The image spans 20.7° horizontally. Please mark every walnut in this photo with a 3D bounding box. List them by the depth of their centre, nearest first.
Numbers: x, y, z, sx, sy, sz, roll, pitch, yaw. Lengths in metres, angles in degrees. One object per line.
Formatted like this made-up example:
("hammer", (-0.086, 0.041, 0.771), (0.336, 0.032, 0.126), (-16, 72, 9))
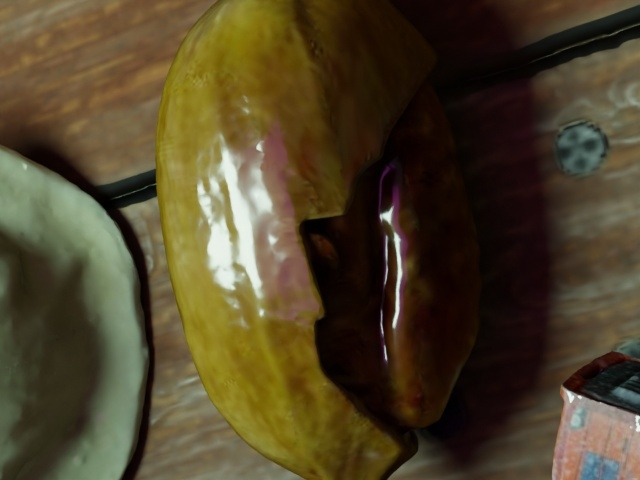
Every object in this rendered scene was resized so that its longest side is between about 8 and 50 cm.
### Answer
("walnut", (0.000, 0.000, 0.642), (0.116, 0.116, 0.207), (-5, 92, 29))

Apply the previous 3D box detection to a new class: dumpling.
("dumpling", (-0.145, 0.043, 0.734), (0.155, 0.181, 0.111), (-36, 35, -4))

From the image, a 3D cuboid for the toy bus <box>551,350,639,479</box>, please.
("toy bus", (0.170, 0.097, 0.582), (0.192, 0.065, 0.077), (19, 109, 27))
